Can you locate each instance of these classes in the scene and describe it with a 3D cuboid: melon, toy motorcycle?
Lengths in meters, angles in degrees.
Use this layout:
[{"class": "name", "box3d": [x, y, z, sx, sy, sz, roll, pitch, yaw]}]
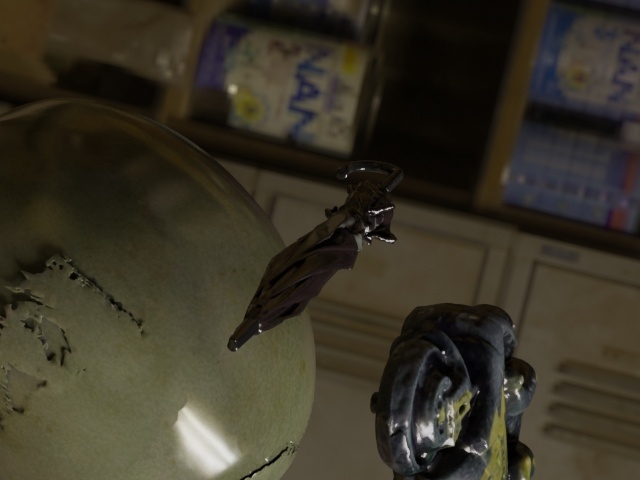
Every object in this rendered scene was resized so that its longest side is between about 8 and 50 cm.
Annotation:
[{"class": "melon", "box3d": [-0.146, 0.060, 1.203, 0.268, 0.330, 0.268, -35, 167, -9]}, {"class": "toy motorcycle", "box3d": [0.062, 0.089, 0.769, 0.193, 0.061, 0.124, 71, 32, -44]}]

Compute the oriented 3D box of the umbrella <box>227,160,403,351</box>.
[{"class": "umbrella", "box3d": [0.003, 0.000, 0.392, 0.122, 0.022, 0.013, -56, 149, -66]}]
